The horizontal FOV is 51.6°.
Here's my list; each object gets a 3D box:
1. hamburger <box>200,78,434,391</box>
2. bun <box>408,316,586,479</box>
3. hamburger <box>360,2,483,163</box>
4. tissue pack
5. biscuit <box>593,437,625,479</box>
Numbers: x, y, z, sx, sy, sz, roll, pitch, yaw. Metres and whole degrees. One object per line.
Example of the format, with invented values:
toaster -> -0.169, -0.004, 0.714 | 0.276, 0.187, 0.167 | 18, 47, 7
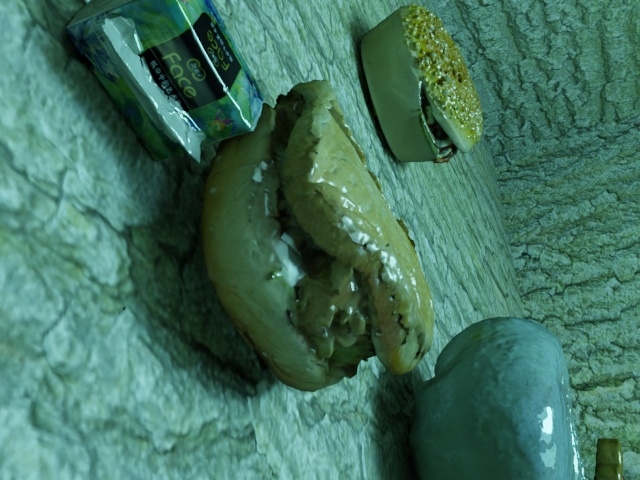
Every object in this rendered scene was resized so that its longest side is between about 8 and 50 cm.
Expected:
hamburger -> 0.000, 0.000, 0.551 | 0.286, 0.146, 0.243 | 17, 57, -73
bun -> 0.232, 0.278, 0.868 | 0.362, 0.211, 0.362 | -11, 90, -67
hamburger -> 0.191, -0.282, 1.213 | 0.302, 0.170, 0.302 | -16, 90, -71
tissue pack -> -0.104, -0.113, 0.447 | 0.079, 0.085, 0.111 | -80, 149, -48
biscuit -> 0.355, 0.373, 0.828 | 0.239, 0.041, 0.212 | 74, 29, -41
